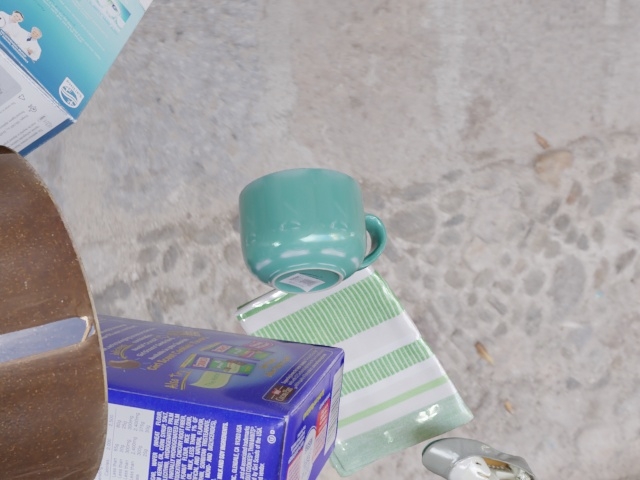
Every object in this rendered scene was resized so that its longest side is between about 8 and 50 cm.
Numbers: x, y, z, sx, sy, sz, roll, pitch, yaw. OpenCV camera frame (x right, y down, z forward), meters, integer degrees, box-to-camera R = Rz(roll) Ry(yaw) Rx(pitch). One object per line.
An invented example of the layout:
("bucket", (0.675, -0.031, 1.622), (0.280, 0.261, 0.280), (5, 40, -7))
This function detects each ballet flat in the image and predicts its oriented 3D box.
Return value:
("ballet flat", (0.243, 0.339, 1.424), (0.213, 0.068, 0.072), (20, 110, -34))

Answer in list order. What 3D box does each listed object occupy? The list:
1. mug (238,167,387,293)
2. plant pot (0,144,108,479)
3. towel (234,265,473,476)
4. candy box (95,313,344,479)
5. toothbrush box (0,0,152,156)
("mug", (-0.004, -0.003, 0.994), (0.157, 0.129, 0.097), (-3, 67, -3))
("plant pot", (-0.266, 0.070, 0.513), (0.230, 0.215, 0.215), (-13, 108, -37))
("towel", (0.046, 0.191, 1.483), (0.247, 0.038, 0.325), (-29, 100, 21))
("candy box", (-0.158, 0.154, 0.884), (0.317, 0.268, 0.122), (9, 96, 11))
("toothbrush box", (-0.297, -0.181, 0.913), (0.216, 0.296, 0.126), (-27, 120, 26))
